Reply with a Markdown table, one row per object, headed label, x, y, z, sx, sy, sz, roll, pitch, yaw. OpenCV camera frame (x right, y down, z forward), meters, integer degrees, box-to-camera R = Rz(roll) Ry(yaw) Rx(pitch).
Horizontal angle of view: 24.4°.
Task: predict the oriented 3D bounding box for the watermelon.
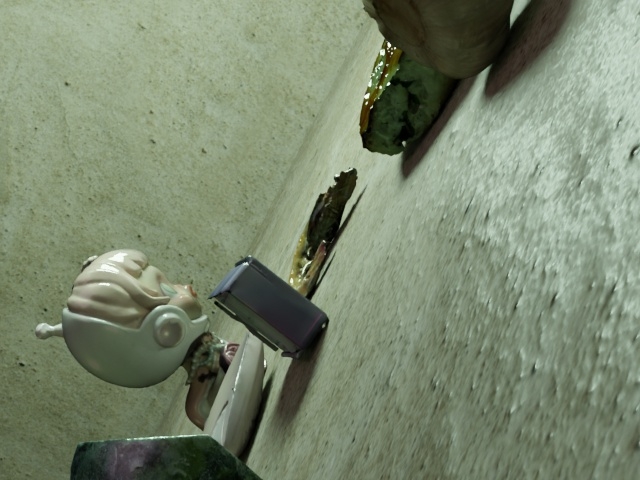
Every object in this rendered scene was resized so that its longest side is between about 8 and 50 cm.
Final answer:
| label | x | y | z | sx | sy | sz | roll | pitch | yaw |
| --- | --- | --- | --- | --- | --- | --- | --- | --- | --- |
| watermelon | -0.203 | 0.351 | 1.936 | 0.214 | 0.289 | 0.320 | -22 | -46 | -52 |

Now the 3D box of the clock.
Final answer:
| label | x | y | z | sx | sy | sz | roll | pitch | yaw |
| --- | --- | --- | --- | --- | --- | --- | --- | --- | --- |
| clock | -0.074 | 0.096 | 2.063 | 0.073 | 0.144 | 0.193 | -53 | 5 | -9 |

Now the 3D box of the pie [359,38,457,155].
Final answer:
| label | x | y | z | sx | sy | sz | roll | pitch | yaw |
| --- | --- | --- | --- | --- | --- | --- | --- | --- | --- |
| pie | 0.141 | -0.274 | 1.982 | 0.354 | 0.103 | 0.288 | 117 | 175 | -46 |

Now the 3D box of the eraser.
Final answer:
| label | x | y | z | sx | sy | sz | roll | pitch | yaw |
| --- | --- | --- | --- | --- | --- | --- | --- | --- | --- |
| eraser | -0.125 | 0.250 | 2.245 | 0.204 | 0.059 | 0.243 | 126 | 165 | -58 |

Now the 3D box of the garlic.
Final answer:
| label | x | y | z | sx | sy | sz | roll | pitch | yaw |
| --- | --- | --- | --- | --- | --- | --- | --- | --- | --- |
| garlic | 0.161 | -0.310 | 1.694 | 0.212 | 0.218 | 0.218 | -35 | -3 | -18 |

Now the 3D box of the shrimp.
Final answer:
| label | x | y | z | sx | sy | sz | roll | pitch | yaw |
| --- | --- | --- | --- | --- | --- | --- | --- | --- | --- |
| shrimp | 0.002 | 0.001 | 2.300 | 0.143 | 0.052 | 0.251 | -100 | 27 | -61 |

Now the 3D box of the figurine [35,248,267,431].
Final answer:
| label | x | y | z | sx | sy | sz | roll | pitch | yaw |
| --- | --- | --- | --- | --- | --- | --- | --- | --- | --- |
| figurine | -0.267 | 0.170 | 2.445 | 0.211 | 0.361 | 0.253 | -55 | 6 | -22 |
